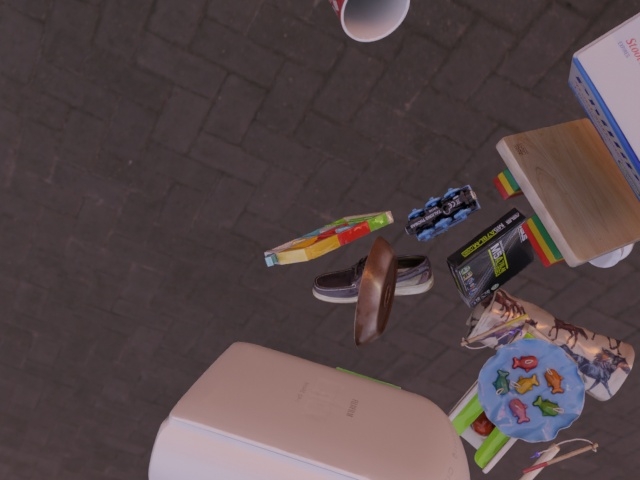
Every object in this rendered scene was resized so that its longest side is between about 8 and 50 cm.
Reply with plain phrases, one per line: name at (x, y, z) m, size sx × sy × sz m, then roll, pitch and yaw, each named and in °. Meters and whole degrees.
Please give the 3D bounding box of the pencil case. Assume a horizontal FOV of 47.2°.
pencil case at (0.571, 0.258, 1.835) m, size 0.411 × 0.159 × 0.183 m, roll 24°, pitch -177°, yaw 2°

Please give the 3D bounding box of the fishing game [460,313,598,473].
fishing game at (0.374, 0.262, 1.294) m, size 0.189 × 0.264 × 0.041 m, roll -21°, pitch 156°, yaw 4°

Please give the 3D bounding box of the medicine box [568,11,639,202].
medicine box at (0.513, -0.192, 1.125) m, size 0.149 × 0.289 × 0.263 m, roll -31°, pitch 84°, yaw 18°

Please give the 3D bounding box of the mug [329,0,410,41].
mug at (0.054, -0.418, 1.138) m, size 0.113 × 0.169 × 0.150 m, roll -18°, pitch 140°, yaw -9°

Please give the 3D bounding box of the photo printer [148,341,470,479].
photo printer at (0.007, 0.223, 0.787) m, size 0.308 × 0.256 × 0.107 m, roll 16°, pitch 103°, yaw 8°

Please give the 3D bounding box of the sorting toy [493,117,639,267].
sorting toy at (0.459, -0.081, 1.356) m, size 0.256 × 0.257 × 0.089 m, roll -16°, pitch 160°, yaw -33°

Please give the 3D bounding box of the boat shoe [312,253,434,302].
boat shoe at (0.119, 0.079, 1.707) m, size 0.286 × 0.102 × 0.092 m, roll -5°, pitch 125°, yaw 6°

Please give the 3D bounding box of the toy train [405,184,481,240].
toy train at (0.285, -0.063, 1.703) m, size 0.184 × 0.080 × 0.105 m, roll -31°, pitch 166°, yaw 24°

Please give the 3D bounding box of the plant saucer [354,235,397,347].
plant saucer at (0.101, 0.092, 1.268) m, size 0.036 × 0.198 × 0.198 m, roll 11°, pitch 140°, yaw 15°

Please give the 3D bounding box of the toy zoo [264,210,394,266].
toy zoo at (0.000, 0.000, 1.682) m, size 0.192 × 0.293 × 0.030 m, roll -6°, pitch 106°, yaw 58°

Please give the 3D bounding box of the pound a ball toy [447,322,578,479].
pound a ball toy at (0.383, 0.349, 1.437) m, size 0.208 × 0.136 × 0.319 m, roll 39°, pitch 103°, yaw 14°

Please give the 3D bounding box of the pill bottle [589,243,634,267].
pill bottle at (0.683, -0.013, 1.721) m, size 0.112 × 0.187 × 0.111 m, roll 17°, pitch 124°, yaw 27°

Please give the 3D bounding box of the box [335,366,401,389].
box at (0.035, 0.387, 1.189) m, size 0.127 × 0.262 × 0.231 m, roll 16°, pitch 137°, yaw 22°

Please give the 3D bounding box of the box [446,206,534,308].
box at (0.368, 0.042, 1.570) m, size 0.184 × 0.045 × 0.190 m, roll -34°, pitch 144°, yaw -2°
